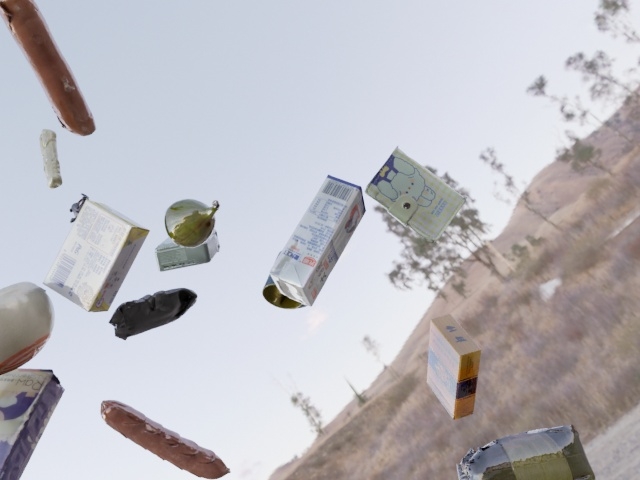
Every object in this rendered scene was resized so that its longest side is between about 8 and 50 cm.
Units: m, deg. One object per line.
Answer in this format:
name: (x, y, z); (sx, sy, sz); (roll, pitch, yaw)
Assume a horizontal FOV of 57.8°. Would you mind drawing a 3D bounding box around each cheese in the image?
cheese: (-0.819, -0.247, 1.758); (0.065, 0.194, 0.043); (-31, -22, 38)

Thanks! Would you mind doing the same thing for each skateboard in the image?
skateboard: (-0.841, -0.109, 2.041); (0.067, 0.151, 0.080); (27, -79, -39)

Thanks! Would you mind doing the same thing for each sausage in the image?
sausage: (-0.452, 0.588, 1.686); (0.088, 0.433, 0.088); (-52, 13, 17)
sausage: (-0.689, -0.434, 1.484); (0.094, 0.094, 0.419); (-24, -39, -12)

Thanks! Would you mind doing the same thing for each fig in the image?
fig: (-0.291, -0.062, 1.402); (0.124, 0.124, 0.236); (-18, -6, -42)

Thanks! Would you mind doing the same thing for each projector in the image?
projector: (-0.474, 0.025, 2.095); (0.191, 0.099, 0.257); (-10, 10, 0)

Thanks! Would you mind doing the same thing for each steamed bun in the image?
steamed bun: (-0.813, 0.246, 1.493); (0.283, 0.177, 0.283); (-37, 0, 0)

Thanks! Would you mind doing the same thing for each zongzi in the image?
zongzi: (0.445, 0.549, 1.380); (0.289, 0.154, 0.318); (-7, -26, -7)

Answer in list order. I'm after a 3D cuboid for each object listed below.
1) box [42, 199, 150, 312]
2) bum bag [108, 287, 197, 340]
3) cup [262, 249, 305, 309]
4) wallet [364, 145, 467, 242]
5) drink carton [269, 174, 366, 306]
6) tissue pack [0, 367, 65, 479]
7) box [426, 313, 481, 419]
box: (-0.609, 0.045, 1.581); (0.265, 0.168, 0.097); (-64, -11, 2)
bum bag: (-0.525, 0.222, 1.819); (0.326, 0.079, 0.142); (-14, -43, -48)
cup: (-0.088, 0.129, 1.836); (0.131, 0.155, 0.176); (-20, -49, 36)
wallet: (0.328, -0.157, 2.016); (0.223, 0.309, 0.077); (-52, -5, -11)
drink carton: (0.000, 0.000, 1.471); (0.315, 0.106, 0.131); (-60, -23, -20)
tissue pack: (-0.872, 0.505, 1.554); (0.242, 0.344, 0.125); (0, -47, 8)
box: (0.347, 0.334, 1.533); (0.070, 0.152, 0.237); (-16, -56, -14)
